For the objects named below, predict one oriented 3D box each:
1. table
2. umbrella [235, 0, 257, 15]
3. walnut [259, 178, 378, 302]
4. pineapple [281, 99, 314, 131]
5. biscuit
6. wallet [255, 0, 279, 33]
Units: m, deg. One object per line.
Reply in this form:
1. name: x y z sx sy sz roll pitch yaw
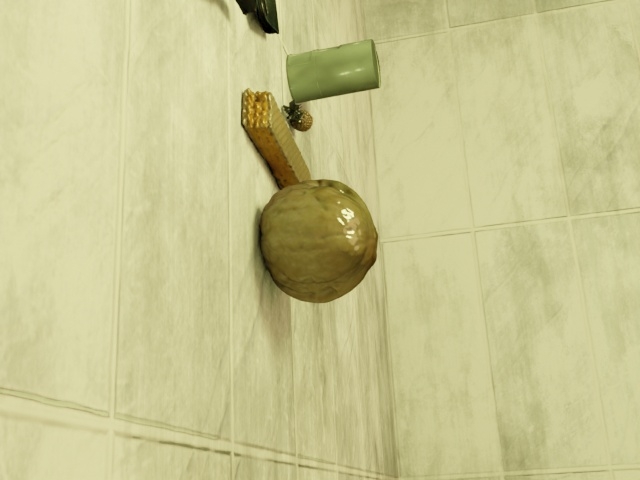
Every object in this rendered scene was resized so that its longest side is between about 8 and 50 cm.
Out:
1. table: 0.034 -0.427 1.961 0.126 0.219 0.127 -7 90 -77
2. umbrella: -0.164 -0.477 1.318 0.340 0.118 0.118 47 38 -74
3. walnut: 0.000 -0.002 1.534 0.248 0.248 0.249 -7 90 -79
4. pineapple: -0.060 -0.305 1.867 0.124 0.058 0.058 39 45 -65
5. biscuit: -0.083 -0.188 1.654 0.379 0.054 0.094 61 24 -62
6. wallet: -0.138 -0.613 1.668 0.172 0.045 0.318 -32 114 -81
